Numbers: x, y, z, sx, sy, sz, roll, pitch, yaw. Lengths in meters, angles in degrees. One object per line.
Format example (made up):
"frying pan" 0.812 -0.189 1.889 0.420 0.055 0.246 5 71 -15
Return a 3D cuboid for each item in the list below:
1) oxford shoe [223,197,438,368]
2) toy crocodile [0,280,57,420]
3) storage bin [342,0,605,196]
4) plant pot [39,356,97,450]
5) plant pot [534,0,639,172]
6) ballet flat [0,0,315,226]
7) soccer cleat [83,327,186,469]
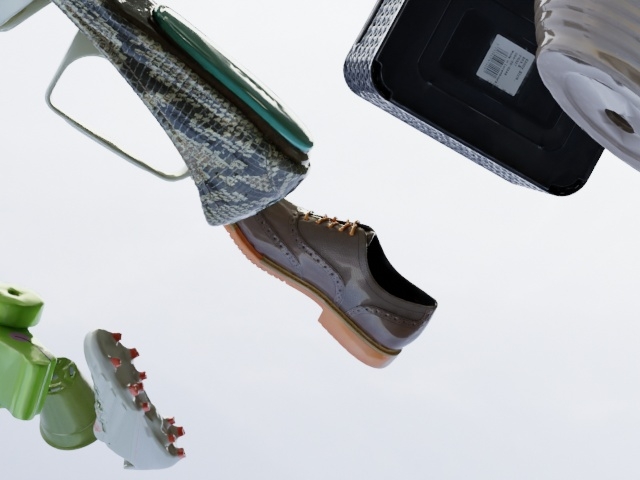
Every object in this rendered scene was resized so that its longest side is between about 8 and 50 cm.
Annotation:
"oxford shoe" 0.000 0.000 1.868 0.363 0.133 0.130 43 -153 -7
"toy crocodile" -0.368 0.072 1.444 0.105 0.115 0.340 6 -156 -41
"storage bin" 0.122 -0.122 1.016 0.180 0.122 0.084 28 -179 -16
"plant pot" -0.270 0.166 1.508 0.079 0.083 0.083 76 -170 -46
"plant pot" 0.197 -0.105 0.778 0.237 0.110 0.237 40 173 6
"ballet flat" -0.209 -0.201 1.356 0.483 0.182 0.164 50 -167 -16
"soccer cleat" -0.199 0.165 1.405 0.068 0.076 0.196 -96 -14 -49
